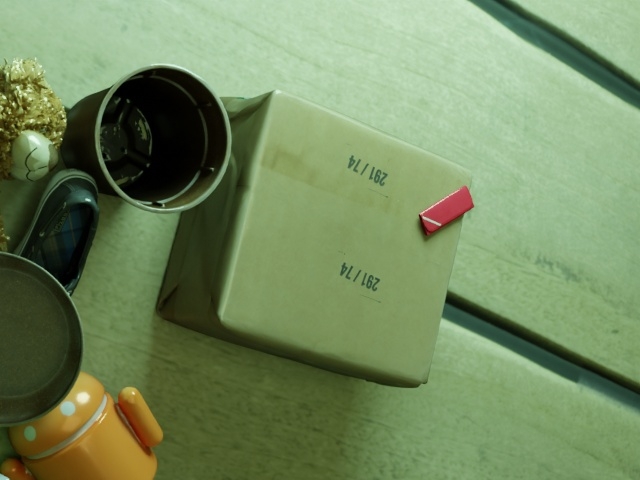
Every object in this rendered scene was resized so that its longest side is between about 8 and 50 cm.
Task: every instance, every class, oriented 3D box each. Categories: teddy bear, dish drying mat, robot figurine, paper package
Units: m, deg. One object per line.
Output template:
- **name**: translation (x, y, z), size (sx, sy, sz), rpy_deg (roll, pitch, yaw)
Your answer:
- **teddy bear**: translation (-0.411, -0.060, 1.500), size (0.338, 0.113, 0.245), rpy_deg (-19, 123, -34)
- **dish drying mat**: translation (0.158, -0.038, 1.751), size (0.083, 0.008, 0.032), rpy_deg (-30, 105, -28)
- **robot figurine**: translation (-0.276, 0.242, 1.618), size (0.219, 0.158, 0.128), rpy_deg (58, 43, -20)
- **paper package**: translation (0.000, 0.000, 1.755), size (0.325, 0.168, 0.309), rpy_deg (18, 81, -30)

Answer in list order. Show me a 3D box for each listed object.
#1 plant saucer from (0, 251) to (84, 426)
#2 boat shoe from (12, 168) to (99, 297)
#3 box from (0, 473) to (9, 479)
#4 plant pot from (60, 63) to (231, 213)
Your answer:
- **plant saucer**: translation (-0.353, 0.105, 1.539), size (0.199, 0.036, 0.198), rpy_deg (1, 101, 5)
- **boat shoe**: translation (-0.300, 0.032, 1.571), size (0.080, 0.076, 0.228), rpy_deg (16, 114, -29)
- **box**: translation (-0.468, 0.294, 1.424), size (0.231, 0.262, 0.126), rpy_deg (0, 91, -31)
- **plant pot**: translation (-0.214, -0.114, 1.620), size (0.167, 0.165, 0.166), rpy_deg (-1, 92, -31)
